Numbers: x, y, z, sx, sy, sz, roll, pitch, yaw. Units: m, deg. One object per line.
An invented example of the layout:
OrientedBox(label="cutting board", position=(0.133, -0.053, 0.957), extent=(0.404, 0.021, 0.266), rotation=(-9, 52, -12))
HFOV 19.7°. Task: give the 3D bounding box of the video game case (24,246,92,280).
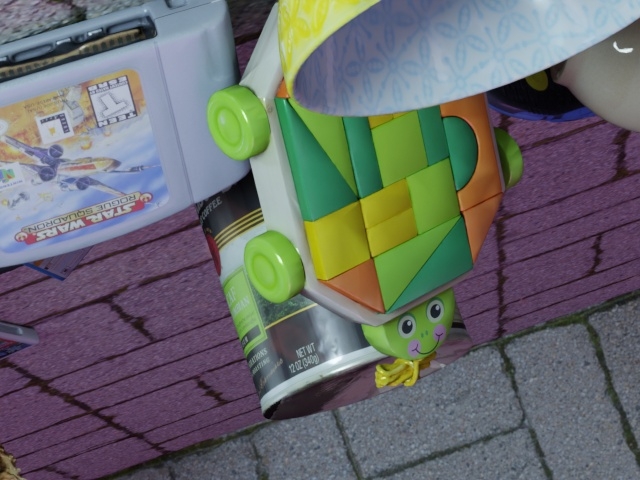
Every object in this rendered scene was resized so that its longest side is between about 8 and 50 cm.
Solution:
OrientedBox(label="video game case", position=(-0.233, -0.023, 1.709), extent=(0.119, 0.015, 0.166), rotation=(-49, 165, 0))

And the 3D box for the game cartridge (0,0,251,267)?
OrientedBox(label="game cartridge", position=(-0.200, -0.074, 1.425), extent=(0.297, 0.062, 0.198), rotation=(-18, 136, -7))

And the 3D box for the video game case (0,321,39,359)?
OrientedBox(label="video game case", position=(-0.454, 0.139, 2.150), extent=(0.201, 0.023, 0.183), rotation=(-23, 166, 12))

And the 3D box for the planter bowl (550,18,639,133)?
OrientedBox(label="planter bowl", position=(0.268, -0.178, 1.647), extent=(0.109, 0.162, 0.162), rotation=(10, 162, -5))

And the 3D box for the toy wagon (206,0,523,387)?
OrientedBox(label="toy wagon", position=(0.055, -0.041, 1.474), extent=(0.267, 0.344, 0.068), rotation=(-26, -158, -33))

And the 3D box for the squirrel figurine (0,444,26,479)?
OrientedBox(label="squirrel figurine", position=(-0.552, 0.276, 2.103), extent=(0.397, 0.281, 0.370), rotation=(-21, 162, -20))

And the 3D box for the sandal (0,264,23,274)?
OrientedBox(label="sandal", position=(-0.455, 0.086, 1.750), extent=(0.446, 0.107, 0.167), rotation=(-23, 167, 10))

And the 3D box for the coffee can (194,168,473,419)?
OrientedBox(label="coffee can", position=(0.000, 0.000, 1.676), extent=(0.201, 0.275, 0.201), rotation=(-18, 166, -5))

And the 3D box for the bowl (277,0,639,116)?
OrientedBox(label="bowl", position=(0.092, -0.211, 1.219), extent=(0.289, 0.156, 0.289), rotation=(-18, 167, -4))

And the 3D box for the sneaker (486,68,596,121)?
OrientedBox(label="sneaker", position=(0.218, -0.145, 1.851), extent=(0.209, 0.069, 0.082), rotation=(-7, 166, -43))
